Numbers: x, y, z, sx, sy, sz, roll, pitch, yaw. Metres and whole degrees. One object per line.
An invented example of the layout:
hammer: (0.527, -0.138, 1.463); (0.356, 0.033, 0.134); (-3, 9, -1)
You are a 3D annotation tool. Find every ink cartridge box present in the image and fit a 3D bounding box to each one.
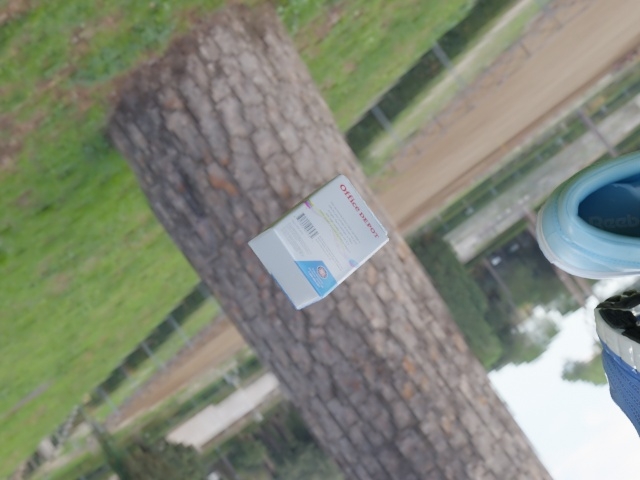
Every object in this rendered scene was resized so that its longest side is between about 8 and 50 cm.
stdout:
ink cartridge box: (0.000, 0.000, 1.237); (0.122, 0.088, 0.052); (-39, -174, -39)

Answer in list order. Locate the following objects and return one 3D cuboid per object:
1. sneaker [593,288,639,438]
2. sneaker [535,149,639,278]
sneaker: (0.367, 0.166, 1.049); (0.130, 0.147, 0.330); (-18, -151, -17)
sneaker: (0.382, -0.035, 1.077); (0.366, 0.135, 0.150); (-14, 172, 6)
